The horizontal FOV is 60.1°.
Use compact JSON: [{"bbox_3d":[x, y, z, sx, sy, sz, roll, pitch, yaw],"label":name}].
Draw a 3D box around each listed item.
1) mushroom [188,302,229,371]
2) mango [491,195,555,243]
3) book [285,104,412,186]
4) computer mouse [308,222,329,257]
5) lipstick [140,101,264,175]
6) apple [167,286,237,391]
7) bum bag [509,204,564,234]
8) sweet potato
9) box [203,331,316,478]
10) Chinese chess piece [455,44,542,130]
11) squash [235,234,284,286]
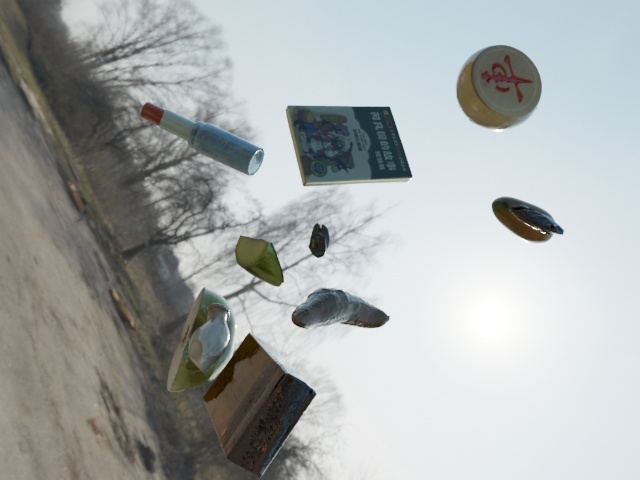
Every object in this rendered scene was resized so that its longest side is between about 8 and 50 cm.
[{"bbox_3d":[-0.287,0.249,1.436,0.097,0.088,0.213,51,26,-24],"label":"mushroom"},{"bbox_3d":[0.682,-0.072,1.866,0.221,0.120,0.151,33,5,23],"label":"mango"},{"bbox_3d":[0.065,-0.219,1.258,0.027,0.264,0.202,126,-44,-58],"label":"book"},{"bbox_3d":[0.000,0.000,2.071,0.079,0.047,0.135,10,-77,32],"label":"computer mouse"},{"bbox_3d":[-0.240,-0.206,1.080,0.274,0.061,0.068,27,10,14],"label":"lipstick"},{"bbox_3d":[-0.451,0.359,1.991,0.312,0.320,0.360,62,-23,4],"label":"apple"},{"bbox_3d":[0.453,-0.041,1.156,0.124,0.057,0.034,42,-64,44],"label":"bum bag"},{"bbox_3d":[0.034,0.165,1.357,0.092,0.341,0.114,-56,-129,20],"label":"sweet potato"},{"bbox_3d":[-0.186,0.440,1.556,0.115,0.264,0.415,39,-9,-20],"label":"box"},{"bbox_3d":[0.519,-0.444,1.608,0.251,0.250,0.097,63,-16,5],"label":"Chinese chess piece"},{"bbox_3d":[-0.203,0.087,1.762,0.191,0.085,0.184,11,-52,51],"label":"squash"}]
